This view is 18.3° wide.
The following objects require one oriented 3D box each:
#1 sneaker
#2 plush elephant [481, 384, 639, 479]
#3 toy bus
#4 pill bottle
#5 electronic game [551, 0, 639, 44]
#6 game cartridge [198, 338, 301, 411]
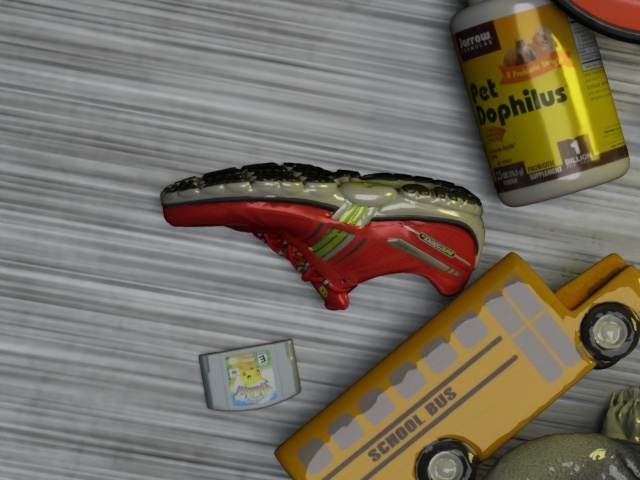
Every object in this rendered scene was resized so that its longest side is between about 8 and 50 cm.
[{"bbox_3d":[0.000,0.000,1.687,0.279,0.107,0.118,6,99,-2],"label":"sneaker"},{"bbox_3d":[0.273,0.248,1.581,0.272,0.255,0.330,51,58,-24],"label":"plush elephant"},{"bbox_3d":[0.128,0.123,1.687,0.333,0.108,0.130,-40,83,-3],"label":"toy bus"},{"bbox_3d":[0.181,-0.143,1.689,0.117,0.117,0.215,-17,91,-4],"label":"pill bottle"},{"bbox_3d":[0.271,-0.271,1.637,0.229,0.048,0.229,1,77,-5],"label":"electronic game"},{"bbox_3d":[-0.060,0.119,1.723,0.083,0.017,0.056,-10,95,-4],"label":"game cartridge"}]
